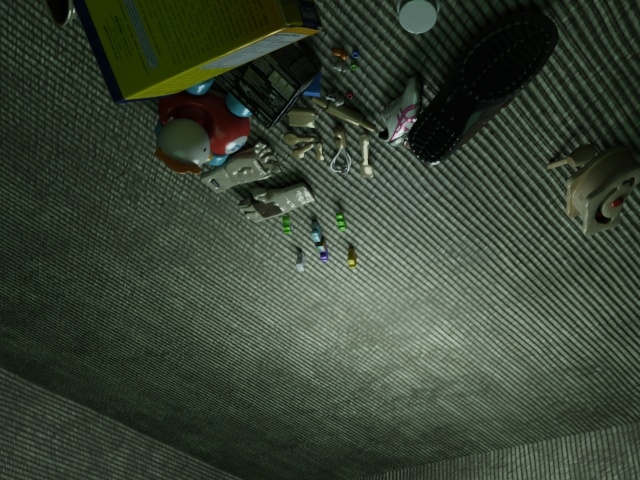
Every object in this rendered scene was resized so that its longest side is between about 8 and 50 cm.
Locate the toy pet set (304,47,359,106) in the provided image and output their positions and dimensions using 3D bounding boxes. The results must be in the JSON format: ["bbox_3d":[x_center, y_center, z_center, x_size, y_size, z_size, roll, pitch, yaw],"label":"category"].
[{"bbox_3d":[0.017,-0.332,1.369,0.114,0.065,0.122,7,141,2],"label":"toy pet set"}]

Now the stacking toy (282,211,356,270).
[{"bbox_3d":[0.000,0.000,1.796,0.166,0.052,0.221,-4,137,13],"label":"stacking toy"}]

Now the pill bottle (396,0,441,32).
[{"bbox_3d":[0.173,-0.432,1.159,0.078,0.137,0.078,6,141,5],"label":"pill bottle"}]

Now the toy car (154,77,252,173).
[{"bbox_3d":[-0.268,-0.217,1.427,0.210,0.238,0.219,24,139,-18],"label":"toy car"}]

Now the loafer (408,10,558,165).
[{"bbox_3d":[0.320,-0.309,1.320,0.134,0.130,0.366,50,125,5],"label":"loafer"}]

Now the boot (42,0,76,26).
[{"bbox_3d":[-0.427,-0.499,1.155,0.077,0.165,0.213,20,131,9],"label":"boot"}]

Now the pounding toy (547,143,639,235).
[{"bbox_3d":[0.620,-0.147,1.480,0.154,0.155,0.269,-29,145,0],"label":"pounding toy"}]

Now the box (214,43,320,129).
[{"bbox_3d":[-0.117,-0.342,1.324,0.180,0.077,0.147,43,135,-3],"label":"box"}]

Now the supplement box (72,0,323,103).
[{"bbox_3d":[-0.210,-0.398,1.157,0.356,0.194,0.195,-16,100,22],"label":"supplement box"}]

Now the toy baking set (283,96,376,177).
[{"bbox_3d":[0.033,-0.236,1.516,0.256,0.030,0.197,20,143,-14],"label":"toy baking set"}]

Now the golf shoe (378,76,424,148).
[{"bbox_3d":[0.173,-0.272,1.411,0.085,0.068,0.186,10,141,1],"label":"golf shoe"}]

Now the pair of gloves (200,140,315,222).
[{"bbox_3d":[-0.152,-0.139,1.654,0.204,0.042,0.240,-22,136,28],"label":"pair of gloves"}]
